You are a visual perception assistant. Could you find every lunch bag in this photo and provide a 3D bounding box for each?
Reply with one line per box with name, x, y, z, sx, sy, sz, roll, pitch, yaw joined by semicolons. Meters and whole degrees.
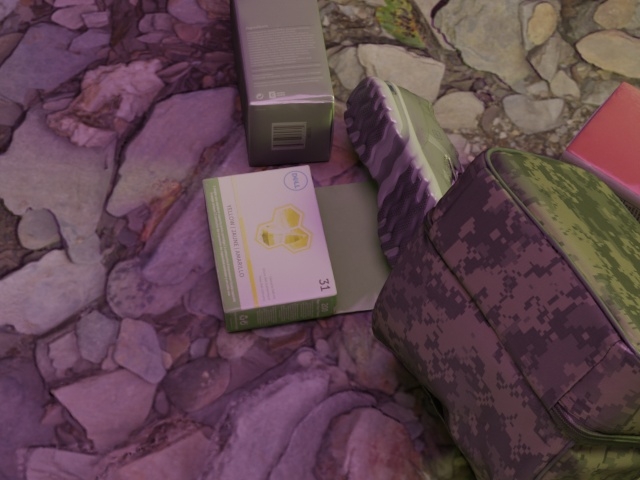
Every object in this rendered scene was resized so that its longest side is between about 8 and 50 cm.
lunch bag;0.196;0.098;1.377;0.212;0.256;0.305;11;36;-45

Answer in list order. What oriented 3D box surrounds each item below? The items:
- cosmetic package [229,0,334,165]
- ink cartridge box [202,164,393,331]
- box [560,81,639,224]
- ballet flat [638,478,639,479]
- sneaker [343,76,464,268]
cosmetic package;-0.048;-0.216;1.700;0.107;0.127;0.238;-3;61;-3
ink cartridge box;0.000;0.000;1.613;0.235;0.056;0.171;-9;60;-5
box;0.372;-0.034;1.589;0.232;0.148;0.127;34;63;16
ballet flat;0.304;0.171;1.497;0.124;0.116;0.342;10;57;-19
sneaker;0.123;-0.059;1.619;0.115;0.105;0.281;3;58;-33
